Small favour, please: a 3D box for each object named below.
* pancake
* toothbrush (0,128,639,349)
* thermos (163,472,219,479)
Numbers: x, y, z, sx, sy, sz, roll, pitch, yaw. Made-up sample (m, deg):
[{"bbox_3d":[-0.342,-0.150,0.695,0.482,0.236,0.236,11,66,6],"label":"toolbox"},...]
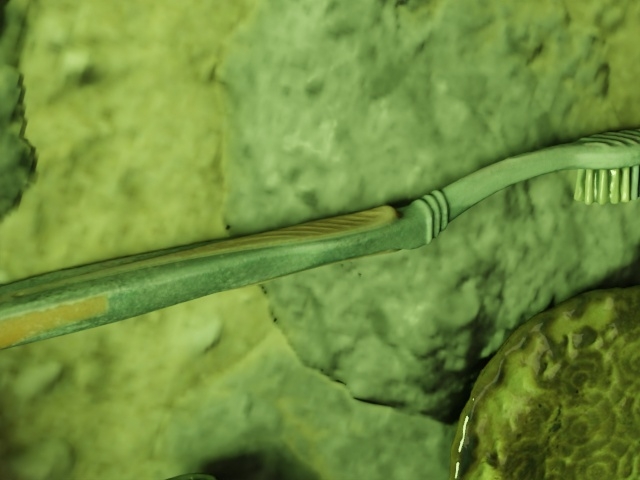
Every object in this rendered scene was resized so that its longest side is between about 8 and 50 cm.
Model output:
[{"bbox_3d":[0.142,0.114,0.600,0.199,0.021,0.199,-6,105,-22],"label":"pancake"},{"bbox_3d":[0.000,0.000,0.507,0.375,0.028,0.037,-13,115,-21],"label":"toothbrush"},{"bbox_3d":[-0.044,0.187,0.515,0.073,0.083,0.188,-23,111,-40],"label":"thermos"}]
